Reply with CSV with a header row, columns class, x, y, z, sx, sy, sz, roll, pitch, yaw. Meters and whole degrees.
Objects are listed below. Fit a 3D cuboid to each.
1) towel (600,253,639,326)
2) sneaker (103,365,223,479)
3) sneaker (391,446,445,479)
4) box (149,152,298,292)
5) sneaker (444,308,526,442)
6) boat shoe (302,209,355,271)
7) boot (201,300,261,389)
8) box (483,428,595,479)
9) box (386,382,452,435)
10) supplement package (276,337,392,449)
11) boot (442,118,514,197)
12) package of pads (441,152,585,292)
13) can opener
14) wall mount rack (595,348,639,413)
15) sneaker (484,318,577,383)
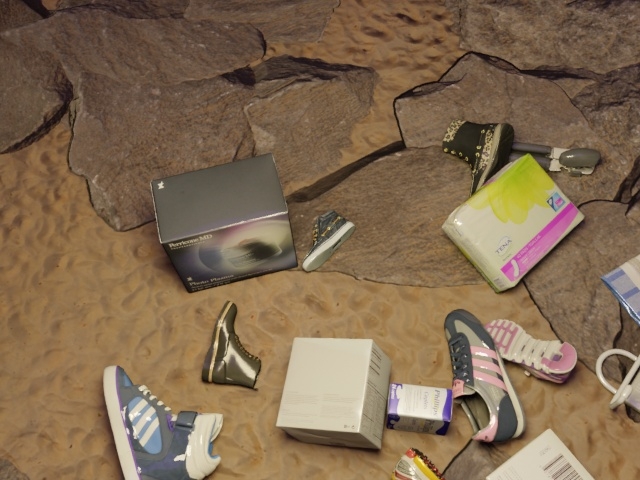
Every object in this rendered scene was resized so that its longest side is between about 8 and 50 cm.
class,x,y,z,sx,sy,sz,roll,pitch,yaw
towel,0.862,0.103,1.732,0.285,0.034,0.209,-26,63,-10
sneaker,-0.345,0.404,1.604,0.237,0.130,0.322,-15,57,-15
sneaker,0.245,0.555,1.512,0.093,0.088,0.225,-45,67,3
box,-0.225,-0.033,1.721,0.297,0.294,0.182,-14,62,-3
sneaker,0.339,0.298,1.594,0.131,0.112,0.318,-5,56,-31
boat shoe,0.000,0.000,1.824,0.083,0.065,0.183,38,63,22
boot,-0.192,0.253,1.700,0.137,0.077,0.197,12,77,5
box,0.462,0.526,1.482,0.182,0.119,0.181,-33,65,-13
box,0.218,0.375,1.573,0.137,0.126,0.072,5,61,6
supplement package,0.036,0.336,1.564,0.194,0.149,0.203,-2,61,25
boot,0.404,-0.209,1.896,0.179,0.085,0.236,23,99,46
package of pads,0.474,-0.049,1.762,0.296,0.101,0.229,-41,89,-18
can opener,0.594,-0.234,1.890,0.284,0.095,0.075,9,62,8
wall mount rack,0.815,0.308,1.571,0.350,0.130,0.304,34,69,18
sneaker,0.478,0.265,1.640,0.237,0.104,0.095,21,64,38
